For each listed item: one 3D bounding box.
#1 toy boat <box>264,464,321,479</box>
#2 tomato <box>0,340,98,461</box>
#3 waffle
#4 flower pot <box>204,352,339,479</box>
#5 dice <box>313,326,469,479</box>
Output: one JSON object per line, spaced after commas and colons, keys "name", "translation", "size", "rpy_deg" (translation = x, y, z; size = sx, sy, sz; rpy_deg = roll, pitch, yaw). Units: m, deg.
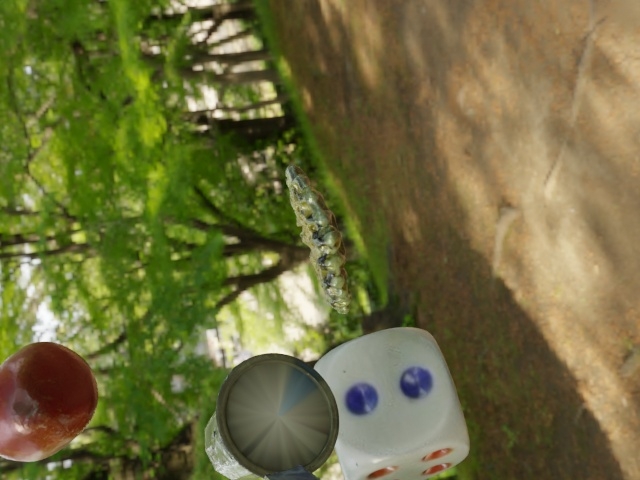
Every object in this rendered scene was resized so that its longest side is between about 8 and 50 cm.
{"name": "toy boat", "translation": [-0.035, 0.358, 1.318], "size": [0.115, 0.063, 0.016], "rpy_deg": [-171, 73, -66]}
{"name": "tomato", "translation": [-0.524, 0.298, 1.645], "size": [0.200, 0.233, 0.139], "rpy_deg": [51, 165, -2]}
{"name": "waffle", "translation": [0.003, 0.000, 1.428], "size": [0.223, 0.054, 0.204], "rpy_deg": [78, 173, -48]}
{"name": "flower pot", "translation": [-0.108, 0.318, 1.516], "size": [0.202, 0.212, 0.212], "rpy_deg": [-42, 54, 53]}
{"name": "dice", "translation": [0.165, 0.405, 2.138], "size": [0.277, 0.304, 0.304], "rpy_deg": [80, 173, -59]}
